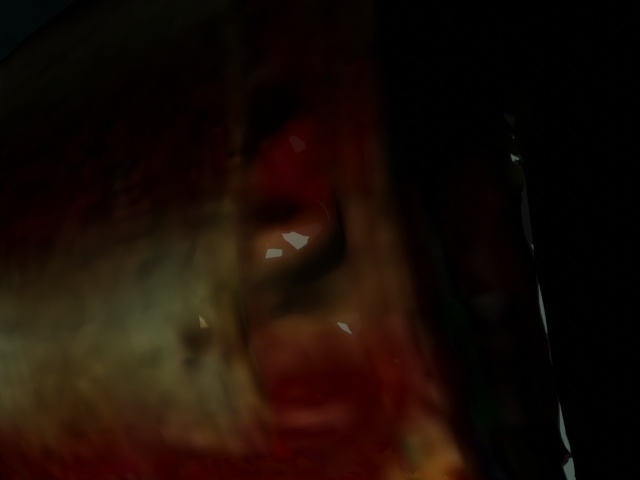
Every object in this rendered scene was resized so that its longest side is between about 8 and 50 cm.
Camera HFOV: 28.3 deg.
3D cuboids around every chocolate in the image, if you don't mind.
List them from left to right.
[{"bbox_3d":[0.000,0.000,0.561,0.331,0.384,0.384,-4,133,27],"label":"chocolate"}]
